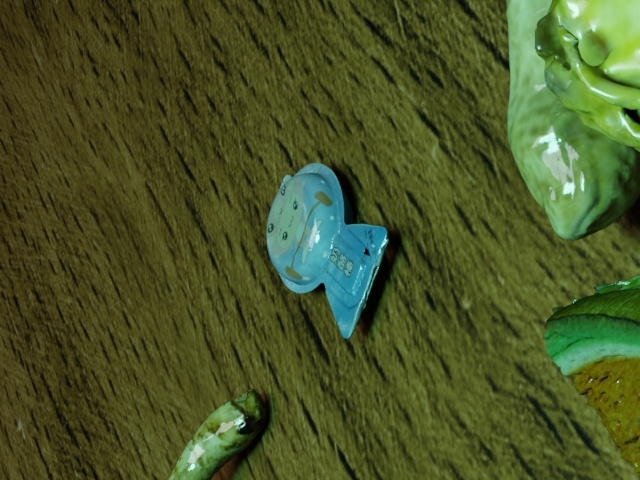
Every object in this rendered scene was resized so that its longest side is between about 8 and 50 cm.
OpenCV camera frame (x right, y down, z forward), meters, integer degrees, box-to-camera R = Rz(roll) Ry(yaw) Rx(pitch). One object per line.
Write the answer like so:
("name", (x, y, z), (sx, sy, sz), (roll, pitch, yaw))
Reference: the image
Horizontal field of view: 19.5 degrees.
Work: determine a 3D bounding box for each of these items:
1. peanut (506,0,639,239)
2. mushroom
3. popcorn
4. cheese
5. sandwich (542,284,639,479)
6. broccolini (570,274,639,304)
("peanut", (0.205, -0.122, 1.473), (0.137, 0.122, 0.253), (112, 162, -81))
("mushroom", (-0.153, 0.338, 1.991), (0.208, 0.301, 0.233), (55, 145, -7))
("popcorn", (0.271, -0.180, 1.305), (0.250, 0.190, 0.250), (-26, 51, 37))
("cheese", (0.000, 0.000, 1.898), (0.244, 0.052, 0.135), (45, 120, 58))
("sandwich", (0.256, 0.107, 1.341), (0.185, 0.109, 0.160), (-3, 98, 60))
("broccolini", (0.244, 0.041, 1.458), (0.140, 0.030, 0.035), (-35, 59, 48))
